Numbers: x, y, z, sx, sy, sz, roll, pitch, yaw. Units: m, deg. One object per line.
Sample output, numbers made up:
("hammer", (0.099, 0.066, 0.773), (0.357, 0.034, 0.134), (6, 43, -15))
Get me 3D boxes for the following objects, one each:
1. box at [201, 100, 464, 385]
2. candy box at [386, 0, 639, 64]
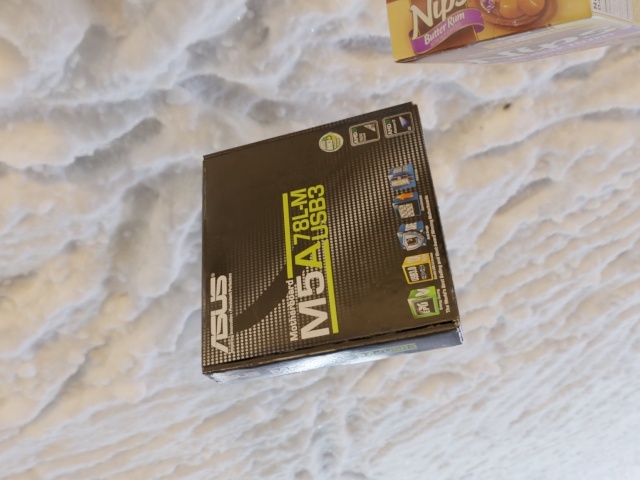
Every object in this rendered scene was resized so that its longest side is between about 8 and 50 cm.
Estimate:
("box", (0.000, 0.000, 0.486), (0.184, 0.190, 0.045), (-11, 151, 11))
("candy box", (0.133, -0.141, 0.391), (0.109, 0.053, 0.187), (-2, -171, 38))
